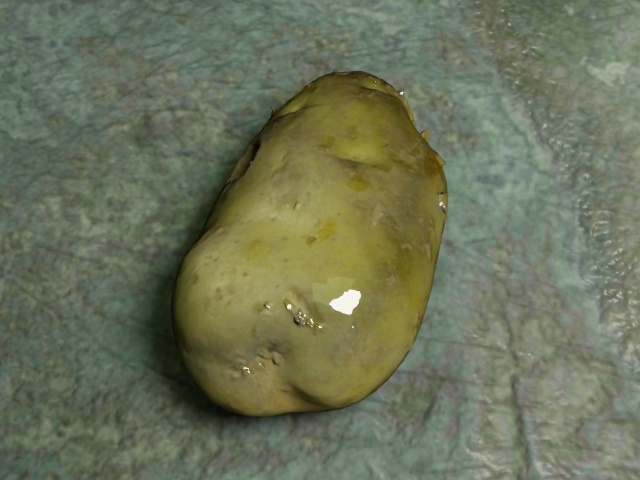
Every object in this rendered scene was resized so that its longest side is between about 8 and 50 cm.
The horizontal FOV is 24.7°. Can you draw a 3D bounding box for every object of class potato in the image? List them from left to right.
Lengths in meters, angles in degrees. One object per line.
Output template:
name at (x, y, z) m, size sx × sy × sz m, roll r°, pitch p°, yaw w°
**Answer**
potato at (0.000, 0.000, 1.099) m, size 0.191 × 0.141 × 0.296 m, roll 2°, pitch 60°, yaw 24°
